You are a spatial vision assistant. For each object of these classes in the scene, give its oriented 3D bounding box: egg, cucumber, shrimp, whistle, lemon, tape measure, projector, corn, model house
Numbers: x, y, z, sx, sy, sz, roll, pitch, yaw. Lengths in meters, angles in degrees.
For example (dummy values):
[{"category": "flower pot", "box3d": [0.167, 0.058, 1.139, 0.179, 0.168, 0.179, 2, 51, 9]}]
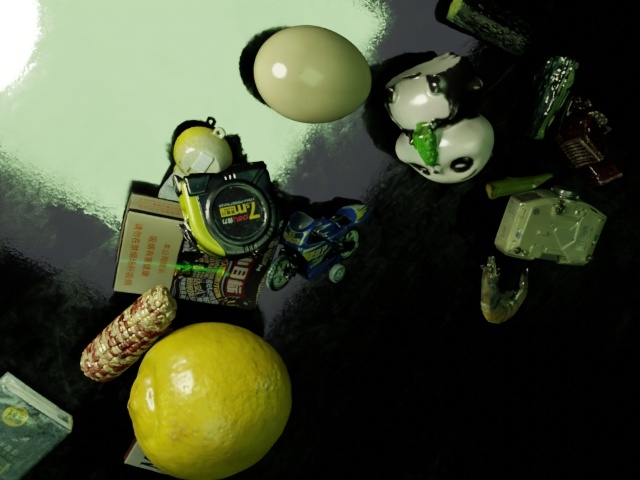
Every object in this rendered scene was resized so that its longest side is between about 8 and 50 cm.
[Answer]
[{"category": "egg", "box3d": [-0.012, -0.324, 1.167, 0.241, 0.186, 0.186, -1, 109, -25]}, {"category": "cucumber", "box3d": [0.383, -0.479, 1.301, 0.211, 0.062, 0.078, 17, 102, -21]}, {"category": "shrimp", "box3d": [0.482, 0.120, 1.552, 0.150, 0.051, 0.217, -23, 121, -12]}, {"category": "whistle", "box3d": [-0.260, -0.149, 1.212, 0.123, 0.123, 0.223, 30, 119, -24]}, {"category": "cucumber", "box3d": [0.530, -0.334, 1.389, 0.085, 0.115, 0.193, 23, 110, 21]}, {"category": "lemon", "box3d": [-0.229, 0.337, 1.258, 0.347, 0.348, 0.348, -5, 110, -15]}, {"category": "tape measure", "box3d": [-0.175, -0.049, 1.126, 0.199, 0.112, 0.186, -14, 88, -19]}, {"category": "projector", "box3d": [0.595, -0.038, 1.506, 0.269, 0.088, 0.194, 7, 109, -19]}, {"category": "corn", "box3d": [-0.397, 0.195, 1.239, 0.098, 0.098, 0.290, 37, 115, -24]}, {"category": "model house", "box3d": [0.652, -0.225, 1.419, 0.141, 0.164, 0.203, -46, 117, 8]}]

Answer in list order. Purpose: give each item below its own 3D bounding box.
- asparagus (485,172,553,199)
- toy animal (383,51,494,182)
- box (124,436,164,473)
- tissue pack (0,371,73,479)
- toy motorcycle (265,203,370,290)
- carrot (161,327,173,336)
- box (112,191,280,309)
[{"category": "asparagus", "box3d": [0.493, -0.138, 1.466, 0.178, 0.045, 0.041, -10, 144, -14]}, {"category": "toy animal", "box3d": [0.254, -0.247, 1.266, 0.212, 0.212, 0.267, -21, 107, -9]}, {"category": "box", "box3d": [-0.375, 0.468, 1.414, 0.115, 0.036, 0.177, 28, 99, -23]}, {"category": "tissue pack", "box3d": [-0.697, 0.434, 1.279, 0.257, 0.081, 0.185, -43, 115, -1]}, {"category": "toy motorcycle", "box3d": [0.000, 0.000, 1.279, 0.315, 0.113, 0.169, -23, 132, -46]}, {"category": "carrot", "box3d": [-0.376, 0.197, 1.323, 0.093, 0.032, 0.032, 18, 102, -27]}, {"category": "box", "box3d": [-0.262, 0.028, 1.244, 0.310, 0.084, 0.198, 11, 121, -20]}]
